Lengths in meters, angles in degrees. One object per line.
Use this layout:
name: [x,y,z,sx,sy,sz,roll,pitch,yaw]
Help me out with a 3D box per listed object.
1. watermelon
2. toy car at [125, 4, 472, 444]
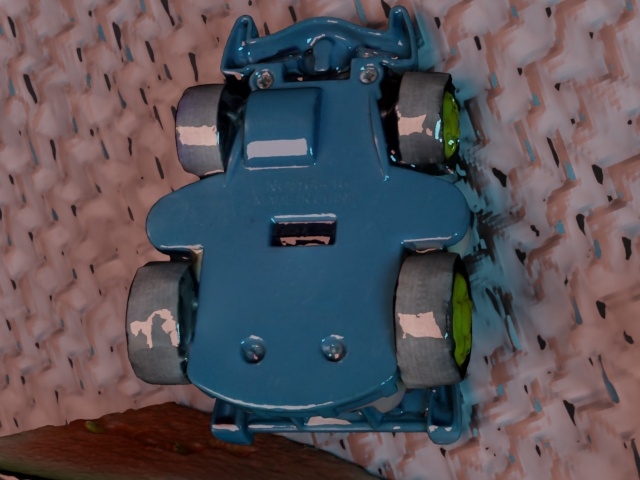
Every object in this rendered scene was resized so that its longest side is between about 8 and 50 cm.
watermelon: [-0.064,0.147,0.771,0.193,0.137,0.145,8,103,-5]
toy car: [0.000,0.000,0.724,0.126,0.098,0.161,-3,64,13]
